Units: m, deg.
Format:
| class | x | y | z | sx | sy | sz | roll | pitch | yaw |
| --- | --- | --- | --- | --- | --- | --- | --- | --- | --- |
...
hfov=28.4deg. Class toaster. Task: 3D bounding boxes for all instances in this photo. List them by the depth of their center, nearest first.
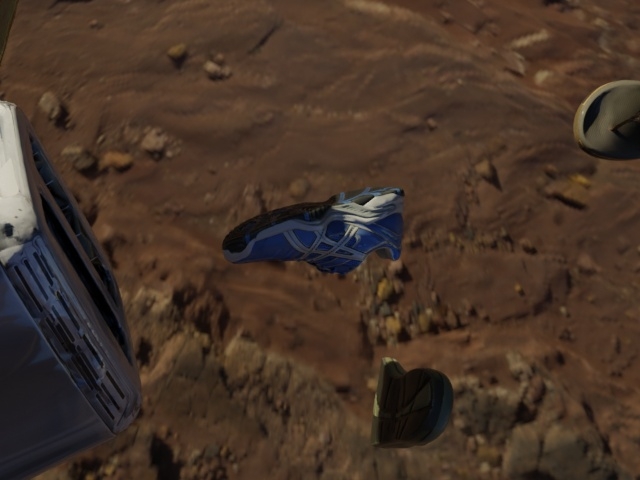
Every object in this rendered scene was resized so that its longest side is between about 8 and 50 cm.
| class | x | y | z | sx | sy | sz | roll | pitch | yaw |
| --- | --- | --- | --- | --- | --- | --- | --- | --- | --- |
| toaster | -0.181 | 0.030 | 0.598 | 0.146 | 0.129 | 0.227 | -22 | 136 | -1 |

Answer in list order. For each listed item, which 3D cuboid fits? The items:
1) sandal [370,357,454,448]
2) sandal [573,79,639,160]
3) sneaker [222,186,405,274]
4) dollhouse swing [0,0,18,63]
| class | x | y | z | sx | sy | sz | roll | pitch | yaw |
| --- | --- | --- | --- | --- | --- | --- | --- | --- | --- |
| sandal | 0.127 | 0.220 | 1.642 | 0.086 | 0.303 | 0.120 | 10 | 86 | -12 |
| sandal | 0.379 | -0.126 | 1.350 | 0.219 | 0.060 | 0.090 | 6 | 83 | -8 |
| sneaker | 0.000 | 0.000 | 1.317 | 0.211 | 0.080 | 0.081 | -12 | 101 | -22 |
| dollhouse swing | -0.471 | -0.307 | 1.094 | 0.347 | 0.305 | 0.315 | 6 | 112 | -41 |
